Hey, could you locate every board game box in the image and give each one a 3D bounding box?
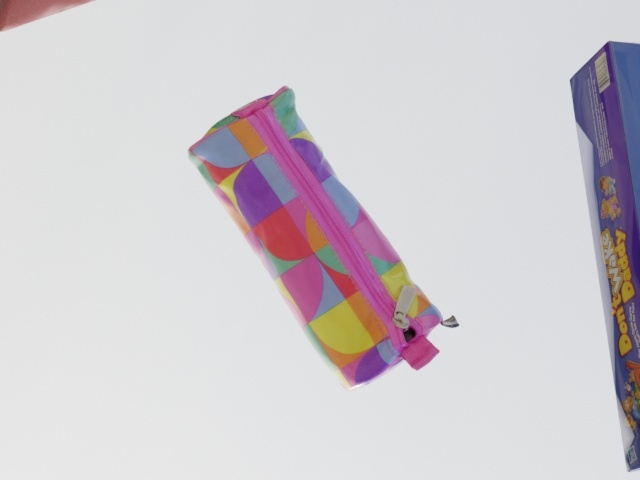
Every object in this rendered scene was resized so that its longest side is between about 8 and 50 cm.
[{"bbox_3d":[0.351,0.012,1.118,0.078,0.233,0.347,130,-42,-66],"label":"board game box"}]

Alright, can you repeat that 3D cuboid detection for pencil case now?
[{"bbox_3d":[0.000,0.000,1.008,0.104,0.236,0.104,-36,178,-1],"label":"pencil case"}]

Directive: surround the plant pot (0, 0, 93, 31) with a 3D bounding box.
[{"bbox_3d":[-0.281,-0.412,1.355,0.267,0.267,0.236,-31,163,-41],"label":"plant pot"}]
